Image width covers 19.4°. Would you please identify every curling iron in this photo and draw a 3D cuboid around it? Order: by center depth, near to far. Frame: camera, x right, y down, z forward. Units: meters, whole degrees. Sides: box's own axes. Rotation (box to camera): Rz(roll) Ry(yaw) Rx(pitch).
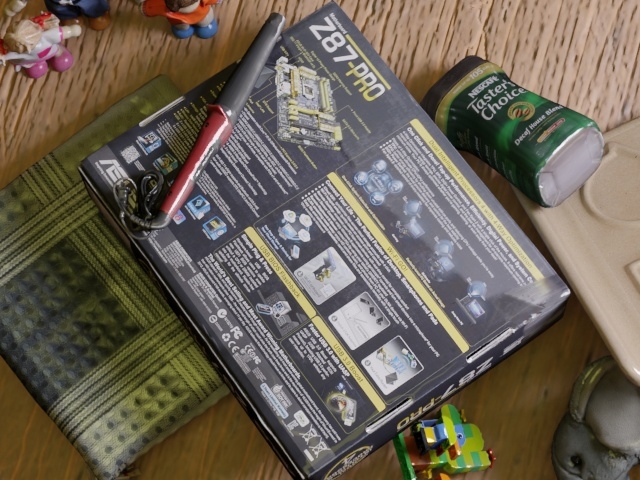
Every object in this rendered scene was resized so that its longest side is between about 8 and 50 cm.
[{"bbox_3d":[-0.112,-0.117,1.820,0.068,0.035,0.274,30,72,13],"label":"curling iron"}]

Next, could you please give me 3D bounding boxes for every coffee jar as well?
[{"bbox_3d":[0.189,-0.113,1.883,0.096,0.079,0.184,-43,50,-14],"label":"coffee jar"}]

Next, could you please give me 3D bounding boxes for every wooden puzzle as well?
[{"bbox_3d":[0.399,-0.015,1.842,0.348,0.080,0.322,-21,46,-4],"label":"wooden puzzle"}]

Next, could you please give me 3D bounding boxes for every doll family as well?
[{"bbox_3d":[-0.227,-0.257,1.910,0.263,0.163,0.118,-15,82,0],"label":"doll family"}]

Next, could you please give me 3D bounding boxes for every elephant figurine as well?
[{"bbox_3d":[0.302,0.186,1.839,0.239,0.169,0.186,2,38,10],"label":"elephant figurine"}]

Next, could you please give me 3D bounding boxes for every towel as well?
[{"bbox_3d":[-0.185,0.033,1.916,0.324,0.056,0.312,-38,80,-11],"label":"towel"}]

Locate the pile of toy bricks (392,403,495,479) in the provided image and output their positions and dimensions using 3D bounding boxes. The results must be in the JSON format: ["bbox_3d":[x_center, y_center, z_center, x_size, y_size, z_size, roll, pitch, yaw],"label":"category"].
[{"bbox_3d":[0.126,0.211,1.880,0.105,0.118,0.212,-2,64,-26],"label":"pile of toy bricks"}]

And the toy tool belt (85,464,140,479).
[{"bbox_3d":[-0.210,0.234,1.908,0.051,0.052,0.083,-15,81,-27],"label":"toy tool belt"}]

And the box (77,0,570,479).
[{"bbox_3d":[0.000,0.000,1.841,0.318,0.097,0.395,-35,73,-10],"label":"box"}]
